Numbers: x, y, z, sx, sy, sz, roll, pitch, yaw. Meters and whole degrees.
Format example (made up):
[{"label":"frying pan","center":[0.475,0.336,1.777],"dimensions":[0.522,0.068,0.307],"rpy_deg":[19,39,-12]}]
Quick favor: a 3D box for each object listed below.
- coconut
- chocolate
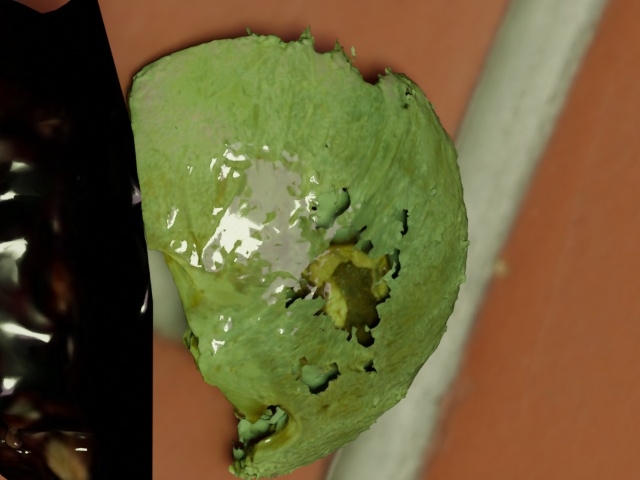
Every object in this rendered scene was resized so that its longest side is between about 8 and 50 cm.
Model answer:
[{"label":"coconut","center":[0.000,0.001,0.611],"dimensions":[0.133,0.055,0.158],"rpy_deg":[-39,120,-14]},{"label":"chocolate","center":[-0.120,0.011,0.508],"dimensions":[0.133,0.156,0.156],"rpy_deg":[-7,108,-11]}]
